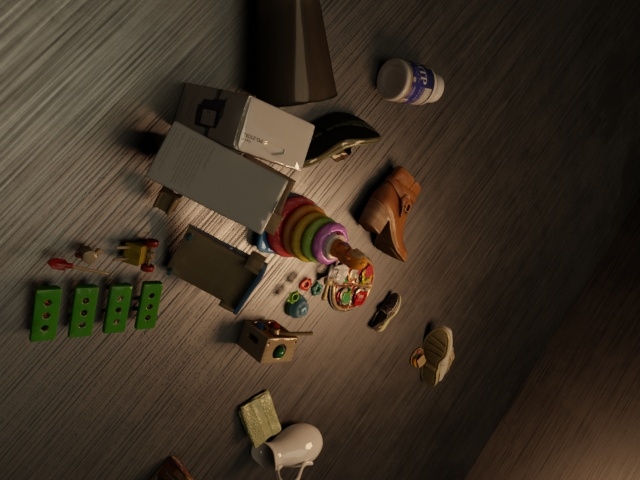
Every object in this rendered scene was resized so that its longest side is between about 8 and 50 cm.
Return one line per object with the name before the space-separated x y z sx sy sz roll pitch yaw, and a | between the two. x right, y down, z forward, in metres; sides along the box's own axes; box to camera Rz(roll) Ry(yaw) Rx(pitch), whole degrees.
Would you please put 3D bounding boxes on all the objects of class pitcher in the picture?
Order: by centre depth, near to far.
pitcher | -0.081 0.658 1.521 0.207 0.178 0.125 -1 125 -43

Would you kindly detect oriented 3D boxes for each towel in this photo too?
towel | -0.176 0.524 1.454 0.110 0.027 0.148 -26 110 -32

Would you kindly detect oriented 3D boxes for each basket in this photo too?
basket | -0.060 -0.417 1.064 0.204 0.154 0.227 -23 120 -36

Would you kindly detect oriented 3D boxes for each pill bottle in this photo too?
pill bottle | 0.256 -0.436 1.380 0.186 0.112 0.112 -7 113 -42

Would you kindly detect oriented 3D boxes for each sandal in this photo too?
sandal | 0.023 -0.247 1.266 0.302 0.120 0.086 -25 153 -32

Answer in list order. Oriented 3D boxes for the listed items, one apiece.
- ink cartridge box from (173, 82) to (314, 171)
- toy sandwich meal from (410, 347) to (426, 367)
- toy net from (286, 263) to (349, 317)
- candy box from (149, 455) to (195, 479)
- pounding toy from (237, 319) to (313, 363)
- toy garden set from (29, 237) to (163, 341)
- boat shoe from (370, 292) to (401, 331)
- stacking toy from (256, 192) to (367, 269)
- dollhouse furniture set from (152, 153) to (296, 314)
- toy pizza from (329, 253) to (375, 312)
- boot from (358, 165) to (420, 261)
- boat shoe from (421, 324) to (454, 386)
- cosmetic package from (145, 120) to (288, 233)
ink cartridge box | -0.155 -0.228 0.991 0.172 0.237 0.100 12 100 -46
toy sandwich meal | 0.396 0.475 2.000 0.085 0.029 0.086 -20 122 -36
toy net | -0.011 0.125 1.440 0.232 0.045 0.122 -41 130 -25
candy box | -0.409 0.661 1.258 0.187 0.109 0.053 -48 135 -18
pounding toy | -0.120 0.262 1.324 0.130 0.141 0.100 9 102 -46
toy garden set | -0.444 0.090 1.004 0.244 0.049 0.204 1 109 -43
boat shoe | 0.226 0.246 1.712 0.049 0.056 0.152 33 85 -52
stacking toy | 0.000 0.000 1.199 0.175 0.302 0.166 10 102 -45
dollhouse furniture set | -0.239 -0.034 1.121 0.286 0.198 0.303 29 117 -10
toy pizza | 0.109 0.139 1.566 0.201 0.032 0.201 -20 122 -36
boot | 0.243 -0.077 1.558 0.283 0.109 0.220 45 72 -38
boat shoe | 0.487 0.457 2.031 0.103 0.113 0.302 -23 134 -36
cosmetic package | -0.189 -0.113 0.923 0.231 0.085 0.117 28 89 -11
